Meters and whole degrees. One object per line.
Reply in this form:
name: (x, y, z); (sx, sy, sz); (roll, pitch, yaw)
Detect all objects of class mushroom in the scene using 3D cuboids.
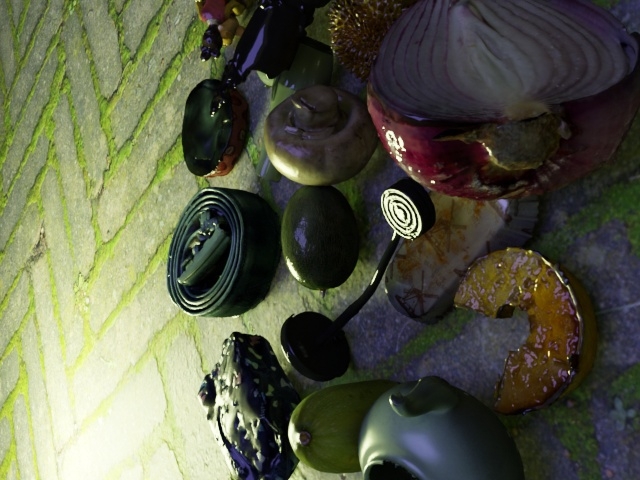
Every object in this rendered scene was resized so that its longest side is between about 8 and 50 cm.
mushroom: (0.003, -0.153, 0.996); (0.127, 0.166, 0.166); (91, 157, -54)

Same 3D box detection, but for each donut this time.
donut: (0.231, 0.092, 0.761); (0.146, 0.078, 0.181); (-43, 51, 38)

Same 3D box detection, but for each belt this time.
belt: (-0.181, 0.031, 1.234); (0.206, 0.116, 0.267); (52, 122, 34)

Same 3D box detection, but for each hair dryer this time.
hair dryer: (-0.081, -0.212, 1.171); (0.267, 0.092, 0.229); (12, 88, 60)

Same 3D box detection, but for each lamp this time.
lamp: (-0.178, -0.445, 1.292); (0.118, 0.118, 0.253); (-1, 89, 51)
lamp: (0.037, 0.073, 0.881); (0.130, 0.108, 0.371); (55, 149, 13)

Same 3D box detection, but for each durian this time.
durian: (0.083, -0.287, 0.939); (0.158, 0.137, 0.168); (107, 153, -47)

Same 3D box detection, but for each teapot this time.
teapot: (0.125, 0.254, 0.780); (0.193, 0.129, 0.294); (21, 129, 38)

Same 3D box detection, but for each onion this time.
onion: (0.180, -0.172, 0.767); (0.348, 0.267, 0.159); (-94, -4, -45)

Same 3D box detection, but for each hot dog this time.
hot dog: (0.162, 0.005, 0.862); (0.131, 0.069, 0.252); (55, 130, 27)

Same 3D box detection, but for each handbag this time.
handbag: (-0.107, 0.274, 1.123); (0.162, 0.113, 0.260); (-57, 45, 21)

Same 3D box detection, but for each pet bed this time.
pet bed: (-0.208, -0.212, 1.343); (0.201, 0.053, 0.201); (-9, 78, 51)

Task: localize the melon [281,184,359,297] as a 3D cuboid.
melon: (0.000, 0.000, 1.021); (0.114, 0.114, 0.167); (-15, 76, 49)

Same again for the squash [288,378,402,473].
squash: (0.034, 0.243, 0.902); (0.123, 0.187, 0.123); (-3, 85, 44)

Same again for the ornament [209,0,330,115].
ornament: (-0.084, -0.310, 1.067); (0.260, 0.106, 0.251); (-55, 18, 25)
